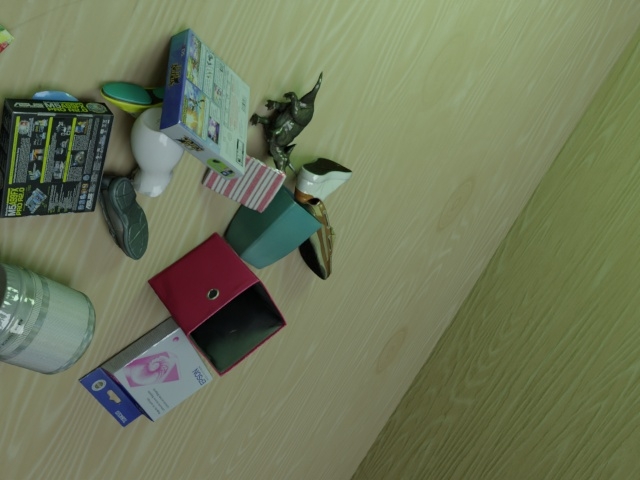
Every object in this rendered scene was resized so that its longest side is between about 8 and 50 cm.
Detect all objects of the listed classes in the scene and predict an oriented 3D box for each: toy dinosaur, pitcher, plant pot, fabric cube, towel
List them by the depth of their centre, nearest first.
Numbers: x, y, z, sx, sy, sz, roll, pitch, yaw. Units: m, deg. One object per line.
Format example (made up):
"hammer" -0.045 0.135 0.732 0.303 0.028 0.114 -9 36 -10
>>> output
"pitcher" -0.379 -0.230 1.525 0.207 0.126 0.177 114 0 -51
"towel" -0.211 -0.170 1.757 0.197 0.029 0.144 26 119 -20
"toy dinosaur" -0.088 -0.335 1.770 0.160 0.121 0.313 11 109 -60
"fabric cube" -0.300 0.185 1.870 0.254 0.258 0.259 -37 140 -12
"plant pot" -0.155 -0.042 1.897 0.234 0.165 0.166 -45 142 4

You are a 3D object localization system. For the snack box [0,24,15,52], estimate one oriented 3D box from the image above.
"snack box" -0.678 -0.377 1.217 0.141 0.037 0.100 -46 140 -2

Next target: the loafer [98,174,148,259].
"loafer" -0.508 -0.064 1.626 0.267 0.084 0.096 90 23 -45

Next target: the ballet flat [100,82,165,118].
"ballet flat" -0.405 -0.324 1.496 0.231 0.077 0.077 -13 146 -39

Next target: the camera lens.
"camera lens" -0.702 0.189 1.525 0.219 0.219 0.274 -49 141 1

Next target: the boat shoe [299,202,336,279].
"boat shoe" 0.000 0.000 2.106 0.120 0.122 0.324 -36 141 -19

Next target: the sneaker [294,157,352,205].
"sneaker" -0.002 -0.175 1.930 0.290 0.106 0.123 -20 138 -60

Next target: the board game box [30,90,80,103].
"board game box" -0.600 -0.259 1.396 0.168 0.033 0.133 -51 146 12

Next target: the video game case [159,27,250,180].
"video game case" -0.265 -0.315 1.503 0.061 0.269 0.244 -13 151 25

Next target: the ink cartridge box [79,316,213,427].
"ink cartridge box" -0.536 0.441 2.017 0.330 0.071 0.324 -36 140 -17

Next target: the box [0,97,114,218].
"box" -0.592 -0.179 1.410 0.216 0.060 0.270 -8 133 -41

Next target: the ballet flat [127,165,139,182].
"ballet flat" -0.443 -0.175 1.614 0.114 0.041 0.041 -19 133 -32
